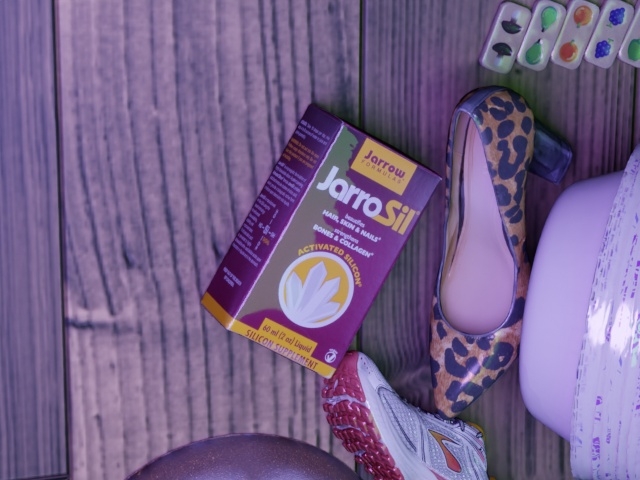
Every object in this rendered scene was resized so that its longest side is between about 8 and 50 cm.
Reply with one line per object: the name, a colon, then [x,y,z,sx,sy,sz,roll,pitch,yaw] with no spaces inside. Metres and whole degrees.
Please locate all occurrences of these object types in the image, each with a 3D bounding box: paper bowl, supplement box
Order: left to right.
supplement box: [0.000,0.000,1.595,0.104,0.081,0.188,27,94,-24]
paper bowl: [0.251,0.059,1.612,0.148,0.284,0.284,10,104,16]

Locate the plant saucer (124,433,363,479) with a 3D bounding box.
plant saucer: [-0.070,0.317,1.678,0.310,0.050,0.311,-5,108,-18]

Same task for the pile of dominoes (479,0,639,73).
pile of dominoes: [0.252,-0.235,1.642,0.251,0.040,0.196,-4,106,-18]

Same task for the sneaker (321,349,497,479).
sneaker: [0.082,0.171,1.681,0.093,0.088,0.225,-46,119,-16]

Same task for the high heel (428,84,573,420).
high heel: [0.113,0.009,1.590,0.186,0.093,0.261,27,82,-60]
